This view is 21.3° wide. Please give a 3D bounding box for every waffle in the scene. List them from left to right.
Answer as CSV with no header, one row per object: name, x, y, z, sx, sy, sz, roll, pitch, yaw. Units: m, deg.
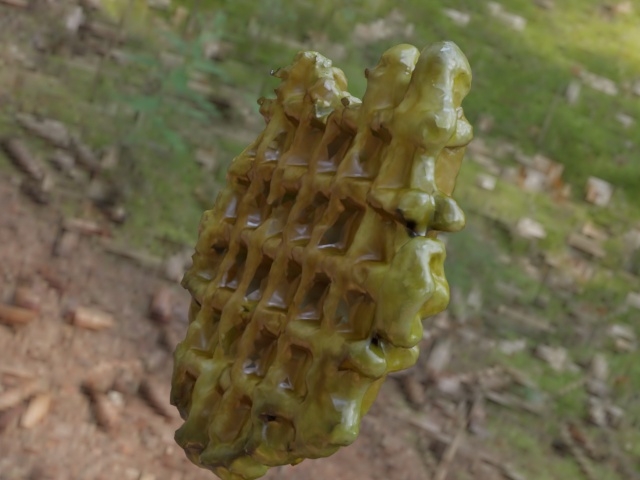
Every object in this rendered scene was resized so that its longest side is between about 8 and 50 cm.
waffle,-0.005,0.003,1.009,0.058,0.301,0.281,19,65,-25
